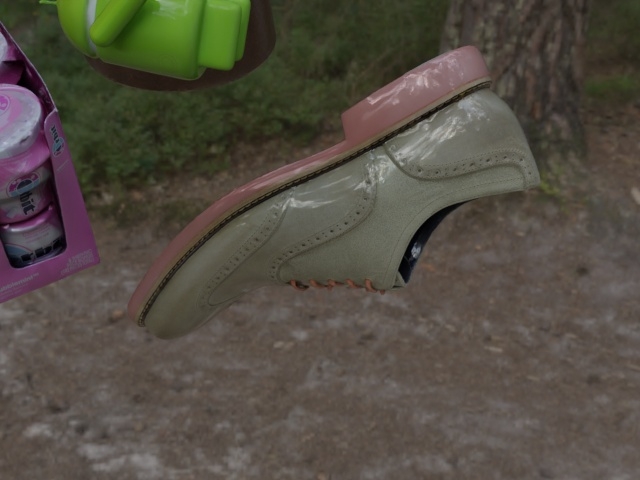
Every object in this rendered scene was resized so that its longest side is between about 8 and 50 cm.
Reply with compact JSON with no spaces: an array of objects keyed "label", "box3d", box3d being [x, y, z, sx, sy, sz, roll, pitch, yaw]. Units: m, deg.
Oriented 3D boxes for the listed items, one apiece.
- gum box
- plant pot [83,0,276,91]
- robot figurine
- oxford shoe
[{"label":"gum box","box3d":[-0.187,-0.064,0.496,0.062,0.107,0.188,-24,51,-21]},{"label":"plant pot","box3d":[-0.154,-0.310,0.951,0.215,0.230,0.215,1,43,-1]},{"label":"robot figurine","box3d":[-0.102,-0.134,0.541,0.115,0.067,0.101,13,27,3]},{"label":"oxford shoe","box3d":[0.000,0.000,0.795,0.397,0.146,0.140,-34,-4,21]}]
